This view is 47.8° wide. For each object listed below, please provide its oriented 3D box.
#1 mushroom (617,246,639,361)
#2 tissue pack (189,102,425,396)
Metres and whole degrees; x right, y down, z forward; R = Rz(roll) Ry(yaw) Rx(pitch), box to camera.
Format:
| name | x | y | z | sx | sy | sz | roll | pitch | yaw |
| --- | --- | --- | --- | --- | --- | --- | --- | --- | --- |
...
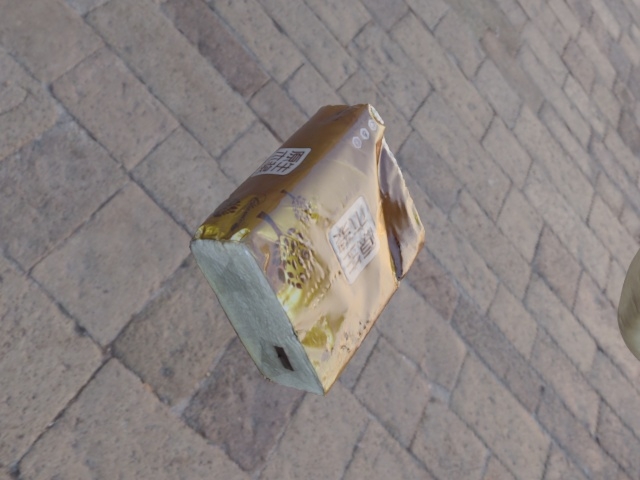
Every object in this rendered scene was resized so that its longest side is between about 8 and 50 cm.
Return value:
| name | x | y | z | sx | sy | sz | roll | pitch | yaw |
| --- | --- | --- | --- | --- | --- | --- | --- | --- | --- |
| mushroom | 0.371 | 0.087 | 0.585 | 0.254 | 0.260 | 0.234 | 47 | 57 | -16 |
| tissue pack | 0.000 | 0.000 | 0.678 | 0.226 | 0.092 | 0.183 | -49 | 129 | -37 |
